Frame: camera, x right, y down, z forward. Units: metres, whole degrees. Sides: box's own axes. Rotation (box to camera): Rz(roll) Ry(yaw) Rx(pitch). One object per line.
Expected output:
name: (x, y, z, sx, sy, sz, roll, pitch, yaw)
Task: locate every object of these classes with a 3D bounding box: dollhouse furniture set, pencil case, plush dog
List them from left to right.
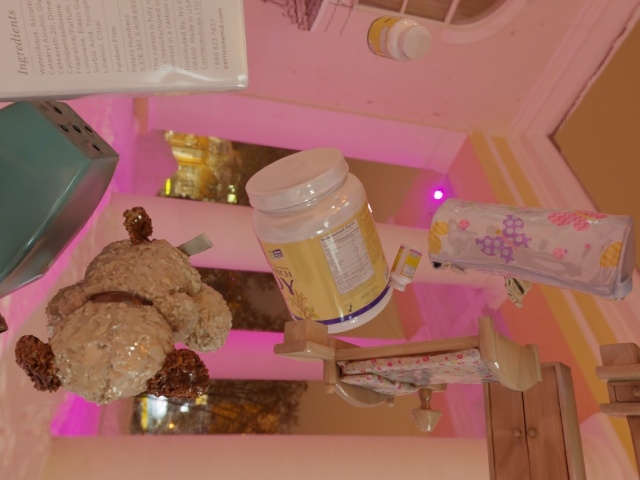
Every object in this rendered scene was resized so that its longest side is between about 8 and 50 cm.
plush dog: (-0.245, 0.101, 0.639, 0.226, 0.262, 0.211, -96, -165, -51)
dollhouse furniture set: (0.177, 0.189, 0.510, 0.303, 0.355, 0.174, -17, -121, 38)
pencil case: (0.292, 0.008, 0.712, 0.124, 0.272, 0.114, -43, 130, -42)

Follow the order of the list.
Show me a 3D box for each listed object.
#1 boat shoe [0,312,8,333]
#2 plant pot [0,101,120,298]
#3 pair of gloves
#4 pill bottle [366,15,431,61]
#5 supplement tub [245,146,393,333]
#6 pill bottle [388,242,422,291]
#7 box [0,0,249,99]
boat shoe: (-0.711, 0.201, 1.004, 0.066, 0.066, 0.183, -36, -172, 32)
plant pot: (-0.395, -0.064, 0.660, 0.234, 0.166, 0.165, -42, -171, 8)
pair of gloves: (0.433, 0.026, 1.229, 0.042, 0.240, 0.204, -36, -164, 38)
pill bottle: (0.125, -0.321, 0.798, 0.116, 0.065, 0.065, -131, -134, -55)
supplement tub: (0.000, 0.000, 1.046, 0.241, 0.240, 0.332, -115, -176, -64)
pill bottle: (0.155, 0.050, 0.924, 0.084, 0.043, 0.043, -68, -166, -2)
box: (-0.248, -0.209, 0.437, 0.215, 0.344, 0.169, -131, -144, -70)
